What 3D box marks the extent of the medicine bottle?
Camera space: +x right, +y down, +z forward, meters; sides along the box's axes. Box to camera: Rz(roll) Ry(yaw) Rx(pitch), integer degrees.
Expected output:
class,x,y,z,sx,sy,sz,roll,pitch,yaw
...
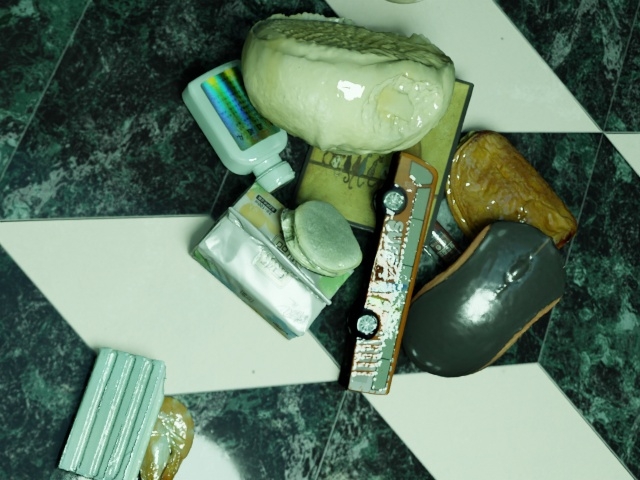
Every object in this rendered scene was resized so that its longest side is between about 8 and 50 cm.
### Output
class,x,y,z,sx,sy,sz,roll,pitch,yaw
medicine bottle,-0.130,-0.189,1.706,0.121,0.083,0.229,-32,88,-29

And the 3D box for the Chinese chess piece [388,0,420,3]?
class,x,y,z,sx,sy,sz,roll,pitch,yaw
Chinese chess piece,0.152,-0.560,1.795,0.104,0.257,0.257,-2,78,0

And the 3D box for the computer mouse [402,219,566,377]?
class,x,y,z,sx,sy,sz,roll,pitch,yaw
computer mouse,0.277,0.105,1.699,0.183,0.116,0.323,44,98,-1

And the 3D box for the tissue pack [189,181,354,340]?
class,x,y,z,sx,sy,sz,roll,pitch,yaw
tissue pack,-0.073,0.029,1.641,0.229,0.145,0.159,42,68,-6

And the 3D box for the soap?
class,x,y,z,sx,sy,sz,roll,pitch,yaw
soap,-0.315,0.272,1.532,0.114,0.063,0.198,14,73,10

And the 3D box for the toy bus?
class,x,y,z,sx,sy,sz,roll,pitch,yaw
toy bus,0.111,0.055,1.675,0.092,0.093,0.409,13,90,-8

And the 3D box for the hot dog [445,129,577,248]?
class,x,y,z,sx,sy,sz,roll,pitch,yaw
hot dog,0.340,-0.076,1.822,0.196,0.122,0.272,-35,75,-23

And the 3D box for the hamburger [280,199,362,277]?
class,x,y,z,sx,sy,sz,roll,pitch,yaw
hamburger,0.000,0.000,1.598,0.133,0.062,0.140,4,55,-40

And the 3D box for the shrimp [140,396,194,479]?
class,x,y,z,sx,sy,sz,roll,pitch,yaw
shrimp,-0.249,0.339,1.567,0.091,0.043,0.184,13,73,-19

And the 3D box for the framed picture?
class,x,y,z,sx,sy,sz,roll,pitch,yaw
framed picture,0.115,-0.173,1.785,0.255,0.014,0.339,17,71,4

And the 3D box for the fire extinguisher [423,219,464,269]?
class,x,y,z,sx,sy,sz,roll,pitch,yaw
fire extinguisher,0.218,0.003,1.802,0.064,0.043,0.158,-41,93,20

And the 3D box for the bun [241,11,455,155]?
class,x,y,z,sx,sy,sz,roll,pitch,yaw
bun,0.039,-0.251,1.669,0.364,0.364,0.202,4,114,-18
